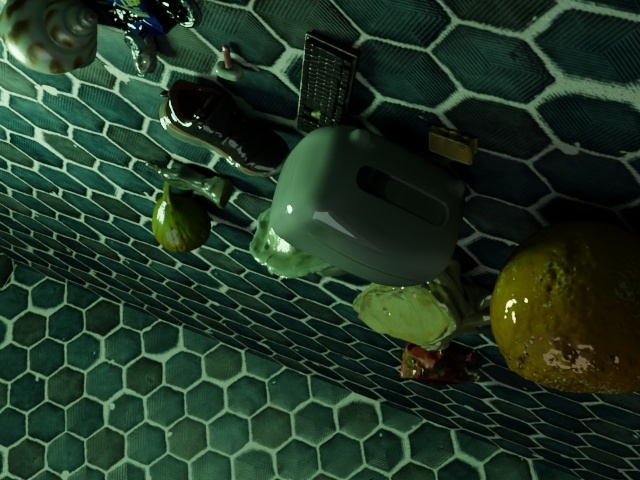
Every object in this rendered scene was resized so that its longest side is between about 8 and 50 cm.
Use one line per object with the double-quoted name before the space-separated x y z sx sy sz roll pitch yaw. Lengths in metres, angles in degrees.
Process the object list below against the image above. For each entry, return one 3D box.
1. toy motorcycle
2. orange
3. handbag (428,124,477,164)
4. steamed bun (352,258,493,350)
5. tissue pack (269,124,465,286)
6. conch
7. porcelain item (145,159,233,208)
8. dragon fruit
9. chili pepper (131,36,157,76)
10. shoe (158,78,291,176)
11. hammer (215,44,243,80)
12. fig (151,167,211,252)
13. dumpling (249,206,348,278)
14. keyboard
"toy motorcycle" -0.302 -0.401 1.502 0.169 0.113 0.315 49 159 -28
"orange" 0.465 0.115 1.622 0.340 0.293 0.340 7 166 2
"handbag" 0.224 -0.163 1.585 0.083 0.027 0.061 21 161 14
"steamed bun" 0.270 0.155 2.176 0.247 0.189 0.428 56 156 0
"tissue pack" 0.096 -0.061 1.678 0.333 0.229 0.236 24 156 -21
"conch" -0.478 -0.381 1.671 0.275 0.182 0.149 30 126 39
"porcelain item" -0.317 -0.145 2.221 0.215 0.069 0.081 20 172 11
"dragon fruit" 0.349 0.337 2.597 0.211 0.134 0.262 4 169 21
"chili pepper" -0.331 -0.359 1.734 0.050 0.041 0.153 5 143 -2
"shoe" -0.184 -0.229 1.800 0.291 0.114 0.137 26 156 8
"hammer" -0.165 -0.319 1.656 0.052 0.031 0.083 18 153 11
"fig" -0.376 -0.073 2.377 0.151 0.151 0.259 18 155 20
"dumpling" 0.004 -0.024 1.975 0.270 0.212 0.320 -6 167 -40
"keyboard" 0.010 -0.253 1.616 0.106 0.027 0.317 24 160 5
